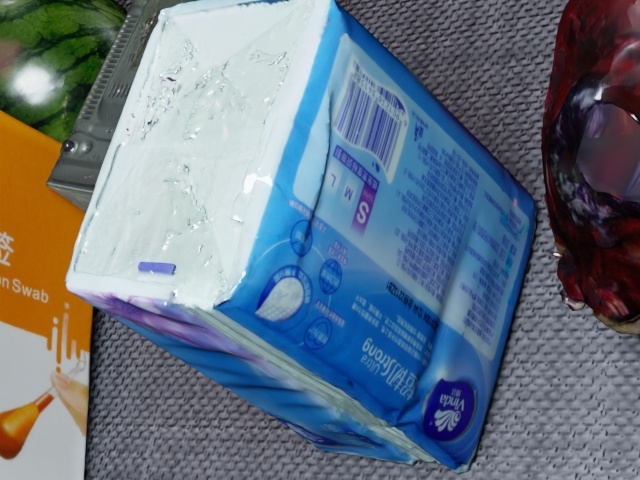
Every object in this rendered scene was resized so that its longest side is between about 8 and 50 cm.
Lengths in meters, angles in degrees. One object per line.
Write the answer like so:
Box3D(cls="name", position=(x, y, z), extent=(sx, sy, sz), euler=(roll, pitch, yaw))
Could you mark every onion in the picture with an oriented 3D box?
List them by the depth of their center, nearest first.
Box3D(cls="onion", position=(0.249, -0.051, 0.823), extent=(0.281, 0.221, 0.281), euler=(4, 96, 42))

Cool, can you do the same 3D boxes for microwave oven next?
Box3D(cls="microwave oven", position=(-0.090, -0.101, 1.152), extent=(0.163, 0.129, 0.205), euler=(9, 69, 38))

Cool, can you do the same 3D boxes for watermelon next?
Box3D(cls="watermelon", position=(-0.256, -0.144, 1.299), extent=(0.232, 0.127, 0.204), euler=(-25, 56, 20))

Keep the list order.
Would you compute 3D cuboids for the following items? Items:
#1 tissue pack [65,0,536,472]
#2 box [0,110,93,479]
Box3D(cls="tissue pack", position=(0.000, 0.000, 0.933), extent=(0.146, 0.263, 0.198), euler=(2, 66, 37))
Box3D(cls="box", position=(-0.285, 0.068, 1.104), extent=(0.143, 0.225, 0.341), euler=(-11, 66, 30))
